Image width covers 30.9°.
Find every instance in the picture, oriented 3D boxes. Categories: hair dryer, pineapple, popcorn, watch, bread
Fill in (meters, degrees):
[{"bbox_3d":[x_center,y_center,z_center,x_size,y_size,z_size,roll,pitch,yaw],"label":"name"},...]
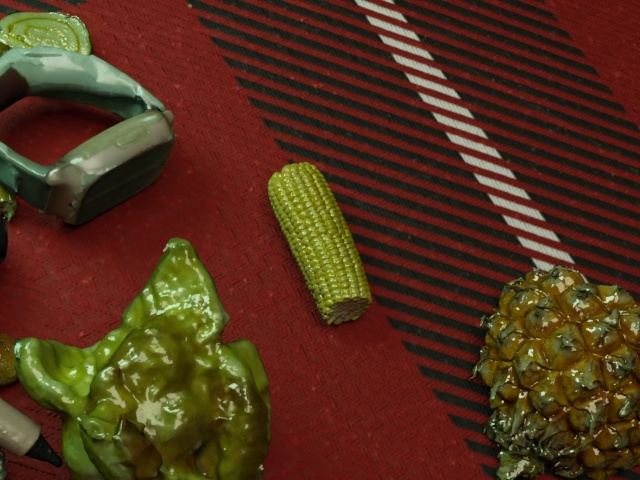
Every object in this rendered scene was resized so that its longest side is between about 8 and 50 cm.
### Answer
[{"bbox_3d":[-0.445,0.175,1.370,0.344,0.189,0.107,37,100,-14],"label":"hair dryer"},{"bbox_3d":[0.362,0.214,1.616,0.344,0.209,0.286,39,60,4],"label":"pineapple"},{"bbox_3d":[-0.219,0.200,1.429,0.325,0.290,0.321,10,50,-9],"label":"popcorn"},{"bbox_3d":[-0.361,-0.161,1.627,0.253,0.162,0.241,-33,78,-34],"label":"watch"},{"bbox_3d":[-0.418,-0.284,1.737,0.156,0.064,0.118,5,58,-12],"label":"bread"}]

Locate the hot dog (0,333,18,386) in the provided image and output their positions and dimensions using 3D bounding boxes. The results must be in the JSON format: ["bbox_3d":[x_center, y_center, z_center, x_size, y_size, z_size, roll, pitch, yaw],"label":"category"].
[{"bbox_3d":[-0.521,0.185,1.474,0.285,0.061,0.088,-21,82,-22],"label":"hot dog"}]

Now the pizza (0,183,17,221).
[{"bbox_3d":[-0.558,-0.108,1.610,0.292,0.058,0.197,40,61,6],"label":"pizza"}]

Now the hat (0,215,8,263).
[{"bbox_3d":[-0.488,0.002,1.520,0.128,0.265,0.266,-3,60,-52],"label":"hat"}]

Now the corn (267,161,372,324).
[{"bbox_3d":[0.000,0.000,1.692,0.093,0.093,0.244,-17,72,-23],"label":"corn"}]

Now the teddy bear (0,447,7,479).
[{"bbox_3d":[-0.535,0.298,1.329,0.367,0.224,0.357,-12,77,-26],"label":"teddy bear"}]
